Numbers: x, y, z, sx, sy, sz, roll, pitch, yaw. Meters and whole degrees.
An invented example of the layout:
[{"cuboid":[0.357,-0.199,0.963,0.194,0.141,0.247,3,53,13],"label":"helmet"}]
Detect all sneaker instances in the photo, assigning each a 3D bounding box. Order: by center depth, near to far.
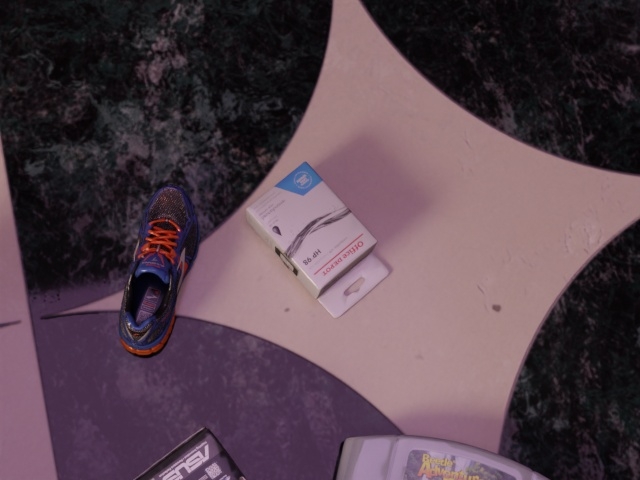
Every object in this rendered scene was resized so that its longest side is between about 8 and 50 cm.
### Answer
[{"cuboid":[-0.202,0.032,1.362,0.083,0.087,0.221,9,74,-3],"label":"sneaker"}]

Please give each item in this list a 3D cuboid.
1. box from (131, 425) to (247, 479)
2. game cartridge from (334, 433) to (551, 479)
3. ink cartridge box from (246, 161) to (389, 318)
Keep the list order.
[{"cuboid":[-0.198,0.457,1.242,0.395,0.097,0.318,-36,79,-13],"label":"box"},{"cuboid":[0.156,0.347,1.326,0.294,0.060,0.196,14,70,-1],"label":"game cartridge"},{"cuboid":[0.000,0.000,1.402,0.104,0.060,0.180,-40,81,-14],"label":"ink cartridge box"}]
